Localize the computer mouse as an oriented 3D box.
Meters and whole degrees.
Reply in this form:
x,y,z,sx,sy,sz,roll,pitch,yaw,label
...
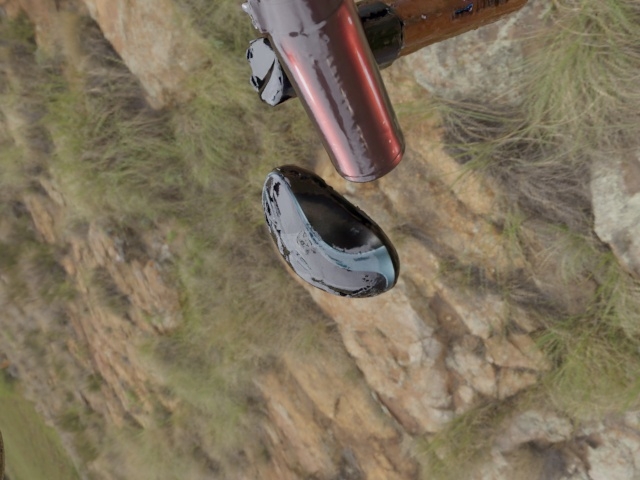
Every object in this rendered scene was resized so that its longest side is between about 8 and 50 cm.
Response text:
x,y,z,sx,sy,sz,roll,pitch,yaw,label
0.000,0.000,0.774,0.233,0.096,0.137,40,146,9,computer mouse

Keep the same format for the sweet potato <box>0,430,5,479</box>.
x,y,z,sx,sy,sz,roll,pitch,yaw,label
-0.454,0.255,0.679,0.310,0.124,0.098,55,159,26,sweet potato

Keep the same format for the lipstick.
x,y,z,sx,sy,sz,roll,pitch,yaw,label
0.103,-0.249,0.643,0.077,0.419,0.077,40,146,35,lipstick

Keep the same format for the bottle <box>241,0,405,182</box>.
x,y,z,sx,sy,sz,roll,pitch,yaw,label
0.006,-0.106,0.355,0.060,0.060,0.164,40,169,38,bottle
